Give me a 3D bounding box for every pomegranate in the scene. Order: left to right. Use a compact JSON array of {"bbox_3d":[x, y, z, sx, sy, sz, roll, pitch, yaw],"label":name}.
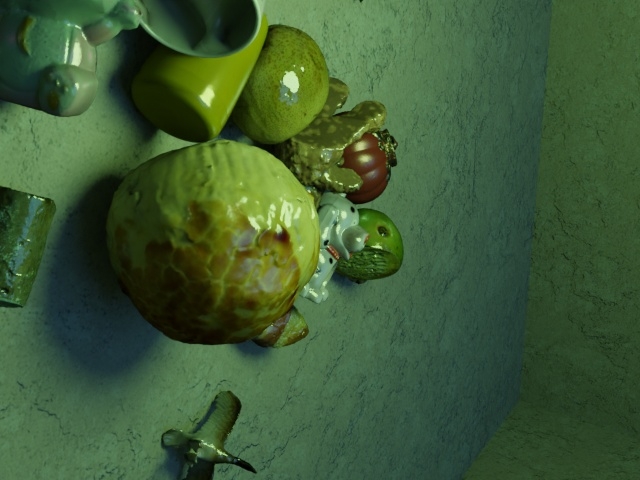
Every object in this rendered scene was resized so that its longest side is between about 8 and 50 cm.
[{"bbox_3d":[0.126,0.013,2.218,0.241,0.190,0.159,57,28,-50],"label":"pomegranate"}]

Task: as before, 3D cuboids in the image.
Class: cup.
[{"bbox_3d":[-0.174,-0.492,1.419,0.212,0.213,0.317,60,34,-50],"label":"cup"}]

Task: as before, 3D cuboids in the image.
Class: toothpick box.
[{"bbox_3d":[-0.206,-0.328,1.538,0.271,0.175,0.175,-64,147,-23],"label":"toothpick box"}]

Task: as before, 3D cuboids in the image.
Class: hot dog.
[{"bbox_3d":[-0.137,0.171,1.947,0.261,0.093,0.123,39,78,-41],"label":"hot dog"}]

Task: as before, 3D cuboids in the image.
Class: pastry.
[{"bbox_3d":[-0.188,0.017,1.517,0.388,0.389,0.312,42,30,-56],"label":"pastry"}]

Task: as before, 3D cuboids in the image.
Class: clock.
[{"bbox_3d":[0.001,0.004,1.952,0.254,0.189,0.189,-55,148,3],"label":"clock"}]

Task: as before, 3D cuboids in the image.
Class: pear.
[{"bbox_3d":[-0.093,-0.317,1.704,0.228,0.188,0.211,-50,126,-25],"label":"pear"}]

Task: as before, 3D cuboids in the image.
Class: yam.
[{"bbox_3d":[-0.481,0.016,1.309,0.107,0.107,0.194,16,90,-59],"label":"yam"}]

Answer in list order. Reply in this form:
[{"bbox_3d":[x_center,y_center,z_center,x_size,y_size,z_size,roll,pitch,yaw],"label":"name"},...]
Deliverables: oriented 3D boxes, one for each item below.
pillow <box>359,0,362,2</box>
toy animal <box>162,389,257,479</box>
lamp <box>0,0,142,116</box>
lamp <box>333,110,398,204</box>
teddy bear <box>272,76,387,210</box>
[{"bbox_3d":[0.105,-0.651,2.016,0.090,0.048,0.150,-40,139,-32],"label":"pillow"},{"bbox_3d":[-0.238,0.466,1.832,0.160,0.197,0.272,33,79,-55],"label":"toy animal"},{"bbox_3d":[-0.379,-0.344,1.246,0.247,0.247,0.301,-66,173,-80],"label":"lamp"},{"bbox_3d":[0.085,-0.198,2.020,0.227,0.227,0.226,-31,128,-49],"label":"lamp"},{"bbox_3d":[0.000,-0.181,1.864,0.296,0.246,0.222,-43,154,-30],"label":"teddy bear"}]
